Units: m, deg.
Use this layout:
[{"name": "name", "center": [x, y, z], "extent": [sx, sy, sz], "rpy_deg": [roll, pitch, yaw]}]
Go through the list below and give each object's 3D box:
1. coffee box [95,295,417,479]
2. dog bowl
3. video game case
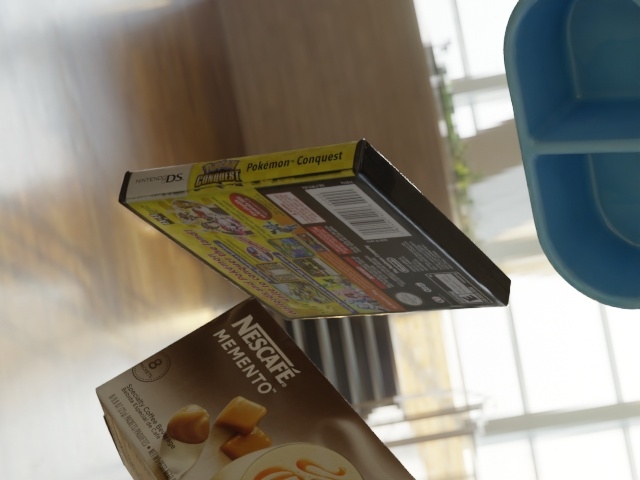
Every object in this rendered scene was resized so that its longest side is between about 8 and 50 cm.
[{"name": "coffee box", "center": [-0.033, 0.171, 1.014], "extent": [0.246, 0.141, 0.098], "rpy_deg": [47, -21, 40]}, {"name": "dog bowl", "center": [0.225, -0.081, 1.108], "extent": [0.074, 0.166, 0.297], "rpy_deg": [-38, 121, -48]}, {"name": "video game case", "center": [0.000, 0.000, 1.313], "extent": [0.275, 0.248, 0.035], "rpy_deg": [39, 54, -48]}]
